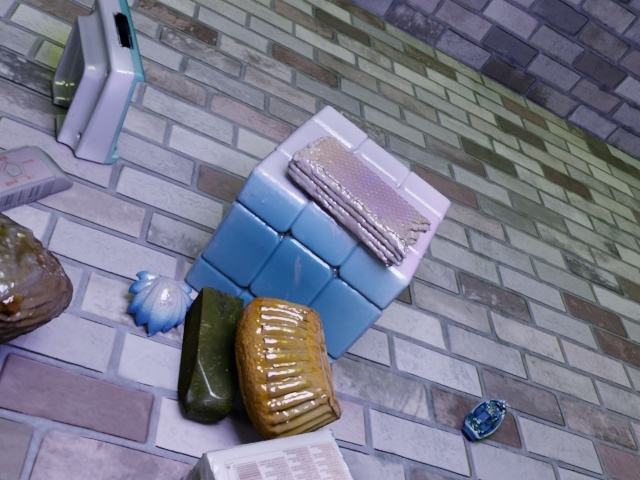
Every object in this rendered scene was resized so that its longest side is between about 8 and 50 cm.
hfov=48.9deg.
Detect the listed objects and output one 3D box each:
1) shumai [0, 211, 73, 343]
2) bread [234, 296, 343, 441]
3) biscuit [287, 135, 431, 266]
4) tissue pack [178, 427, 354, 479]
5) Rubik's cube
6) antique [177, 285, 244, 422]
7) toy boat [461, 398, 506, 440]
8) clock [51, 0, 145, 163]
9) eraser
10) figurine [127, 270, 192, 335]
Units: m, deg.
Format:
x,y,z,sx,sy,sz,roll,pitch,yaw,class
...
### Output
x,y,z,sx,sy,sz,roll,pitch,yaw,class
-0.502,0.004,0.912,0.346,0.217,0.283,2,65,-41,shumai
-0.056,0.200,1.118,0.139,0.240,0.240,-14,46,6,bread
0.059,-0.063,1.104,0.239,0.062,0.108,42,39,8,biscuit
-0.061,0.386,0.995,0.225,0.124,0.185,2,49,-39,tissue pack
0.000,0.000,1.306,0.316,0.322,0.319,39,37,-1,Rubik's cube
-0.179,0.188,1.148,0.080,0.081,0.221,21,39,-21,antique
0.335,0.356,1.419,0.137,0.061,0.060,-15,60,-48,toy boat
-0.436,-0.318,1.360,0.116,0.231,0.262,4,48,-32,clock
-0.557,-0.086,1.146,0.089,0.061,0.352,46,37,10,eraser
-0.270,0.110,1.177,0.114,0.079,0.114,3,85,-37,figurine
